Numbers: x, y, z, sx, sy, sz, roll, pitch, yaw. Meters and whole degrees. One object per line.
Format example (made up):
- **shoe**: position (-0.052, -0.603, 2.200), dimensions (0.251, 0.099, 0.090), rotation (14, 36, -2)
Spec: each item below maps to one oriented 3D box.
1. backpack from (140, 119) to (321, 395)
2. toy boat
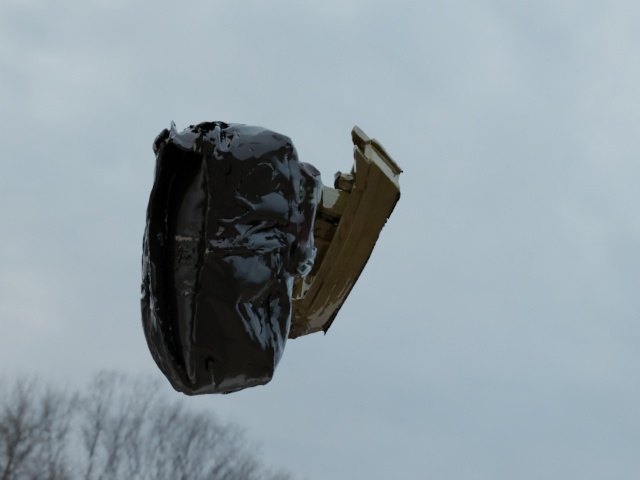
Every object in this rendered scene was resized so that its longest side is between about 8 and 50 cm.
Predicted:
- **backpack**: position (-0.055, 0.010, 0.613), dimensions (0.105, 0.165, 0.120), rotation (-1, 8, -16)
- **toy boat**: position (0.000, 0.000, 0.777), dimensions (0.072, 0.064, 0.206), rotation (17, -50, -9)
